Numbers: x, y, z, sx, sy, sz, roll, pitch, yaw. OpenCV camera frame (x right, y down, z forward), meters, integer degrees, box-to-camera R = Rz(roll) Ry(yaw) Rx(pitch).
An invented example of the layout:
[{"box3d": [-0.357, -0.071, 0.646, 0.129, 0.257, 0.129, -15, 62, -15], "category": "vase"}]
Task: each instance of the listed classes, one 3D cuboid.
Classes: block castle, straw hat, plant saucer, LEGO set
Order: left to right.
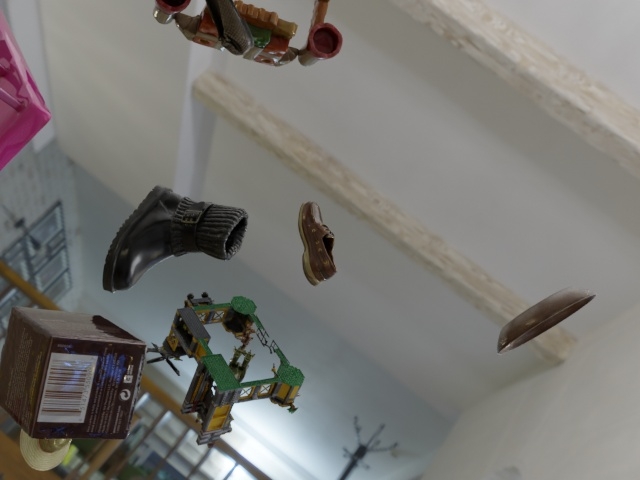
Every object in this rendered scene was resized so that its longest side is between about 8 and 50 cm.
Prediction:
[{"box3d": [-0.550, 0.407, 1.744, 0.061, 0.144, 0.144, -14, -55, 27], "category": "straw hat"}, {"box3d": [-0.205, 0.285, 1.784, 0.331, 0.255, 0.192, 45, -53, 31], "category": "LEGO set"}, {"box3d": [-0.153, -0.604, 1.961, 0.453, 0.303, 0.213, 13, -7, -18], "category": "block castle"}, {"box3d": [0.381, 0.132, 1.442, 0.036, 0.198, 0.198, 60, -23, 17], "category": "plant saucer"}]

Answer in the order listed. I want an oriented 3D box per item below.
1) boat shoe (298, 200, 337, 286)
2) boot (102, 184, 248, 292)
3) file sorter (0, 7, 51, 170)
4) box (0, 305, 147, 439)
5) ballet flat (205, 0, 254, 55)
[{"box3d": [0.000, 0.000, 1.557, 0.060, 0.178, 0.064, -21, -37, 21], "category": "boat shoe"}, {"box3d": [-0.349, 0.016, 2.048, 0.260, 0.348, 0.131, 20, -35, 10], "category": "boot"}, {"box3d": [-0.376, -0.137, 0.658, 0.182, 0.202, 0.291, 41, 6, -42], "category": "file sorter"}, {"box3d": [-0.418, 0.218, 1.393, 0.167, 0.169, 0.203, 10, 4, -38], "category": "box"}, {"box3d": [-0.203, -0.460, 1.564, 0.250, 0.058, 0.084, 64, -16, -18], "category": "ballet flat"}]
